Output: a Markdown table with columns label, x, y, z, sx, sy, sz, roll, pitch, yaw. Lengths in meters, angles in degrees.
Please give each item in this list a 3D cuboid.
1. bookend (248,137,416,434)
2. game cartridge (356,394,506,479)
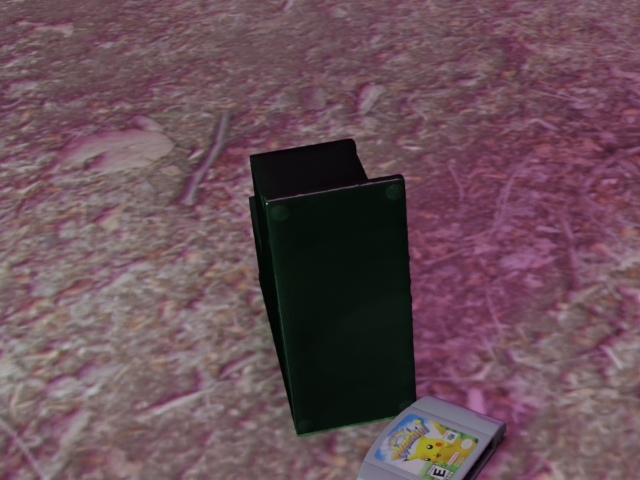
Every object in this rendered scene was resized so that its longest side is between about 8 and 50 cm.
| label | x | y | z | sx | sy | sz | roll | pitch | yaw |
| --- | --- | --- | --- | --- | --- | --- | --- | --- | --- |
| bookend | 0.000 | 0.000 | 0.635 | 0.072 | 0.156 | 0.157 | -10 | 33 | -6 |
| game cartridge | 0.057 | 0.116 | 0.579 | 0.056 | 0.017 | 0.083 | 13 | 37 | 32 |
